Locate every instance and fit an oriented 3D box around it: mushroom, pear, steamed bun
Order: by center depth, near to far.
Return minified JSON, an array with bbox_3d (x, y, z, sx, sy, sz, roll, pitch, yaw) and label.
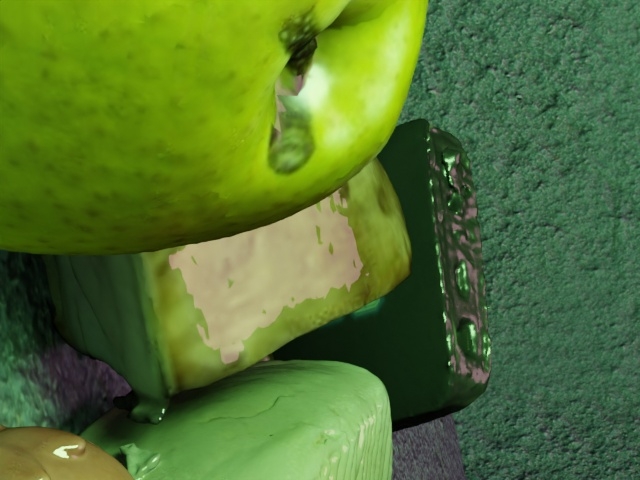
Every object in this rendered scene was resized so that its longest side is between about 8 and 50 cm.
[{"bbox_3d":[-0.135,-0.176,0.592,0.362,0.418,0.362,-42,155,-25],"label":"pear"},{"bbox_3d":[-0.088,0.240,0.893,0.383,0.236,0.247,-48,137,-66],"label":"steamed bun"},{"bbox_3d":[-0.096,-0.109,0.917,0.224,0.314,0.397,2,-69,58],"label":"mushroom"}]

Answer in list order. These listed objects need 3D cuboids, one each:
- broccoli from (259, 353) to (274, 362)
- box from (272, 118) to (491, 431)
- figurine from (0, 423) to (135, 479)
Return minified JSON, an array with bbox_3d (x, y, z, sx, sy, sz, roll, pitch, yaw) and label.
[{"bbox_3d":[-0.033,0.237,1.273,0.252,0.221,0.361,1,78,-41],"label":"broccoli"},{"bbox_3d":[0.047,0.062,1.403,0.091,0.350,0.359,16,61,-38],"label":"box"},{"bbox_3d":[-0.137,0.208,0.609,0.387,0.207,0.166,63,-11,-1],"label":"figurine"}]
